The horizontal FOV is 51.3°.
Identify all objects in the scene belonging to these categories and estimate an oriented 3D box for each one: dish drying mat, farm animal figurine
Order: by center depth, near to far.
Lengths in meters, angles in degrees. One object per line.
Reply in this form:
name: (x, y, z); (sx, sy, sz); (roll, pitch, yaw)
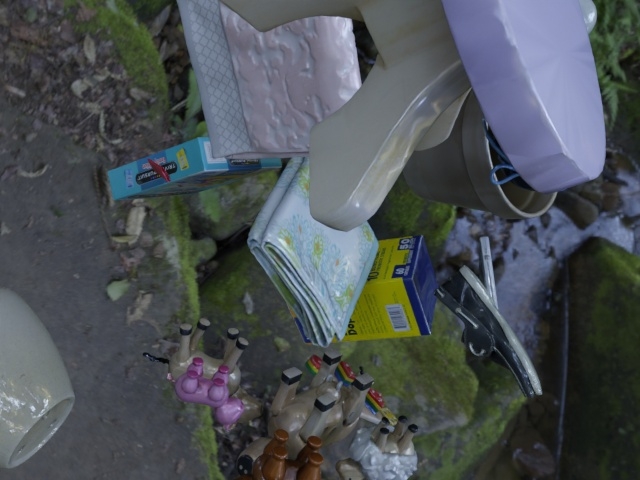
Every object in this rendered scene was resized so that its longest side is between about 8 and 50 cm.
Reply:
farm animal figurine: (-0.065, 0.267, 0.993); (0.327, 0.330, 0.172); (0, 120, -36)
dish drying mat: (-0.293, -0.128, 1.209); (0.008, 0.083, 0.032); (-37, 122, -14)

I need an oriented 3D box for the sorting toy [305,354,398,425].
sorting toy: (0.090, 0.334, 1.474); (0.046, 0.132, 0.275); (-48, 130, 11)

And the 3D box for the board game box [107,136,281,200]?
board game box: (-0.303, -0.171, 1.609); (0.254, 0.336, 0.079); (-11, 89, -51)

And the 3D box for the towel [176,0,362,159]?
towel: (-0.082, -0.283, 0.974); (0.053, 0.317, 0.331); (-25, 109, -46)

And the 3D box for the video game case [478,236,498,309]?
video game case: (0.373, 0.110, 1.486); (0.022, 0.190, 0.173); (-6, 61, 10)

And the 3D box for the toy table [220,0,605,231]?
toy table: (0.060, -0.140, 0.421); (0.252, 0.161, 0.274); (38, 47, -38)

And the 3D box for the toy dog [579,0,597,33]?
toy dog: (0.286, -0.366, 1.134); (0.161, 0.334, 0.219); (-4, 78, -23)

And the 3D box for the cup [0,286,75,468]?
cup: (-0.614, 0.289, 1.263); (0.237, 0.331, 0.331); (36, 67, 6)

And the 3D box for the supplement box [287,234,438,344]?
supplement box: (0.113, 0.135, 1.790); (0.194, 0.357, 0.195); (-68, 143, -52)

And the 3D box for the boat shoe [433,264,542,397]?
boat shoe: (0.264, 0.151, 1.046); (0.233, 0.079, 0.084); (60, 12, 29)

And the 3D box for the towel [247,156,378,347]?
towel: (0.000, 0.000, 1.452); (0.320, 0.090, 0.374); (60, 34, -31)

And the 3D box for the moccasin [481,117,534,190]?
moccasin: (0.331, -0.125, 0.983); (0.342, 0.138, 0.116); (2, 103, -58)

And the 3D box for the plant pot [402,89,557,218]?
plant pot: (0.350, -0.198, 1.530); (0.323, 0.281, 0.322); (5, 82, -42)
